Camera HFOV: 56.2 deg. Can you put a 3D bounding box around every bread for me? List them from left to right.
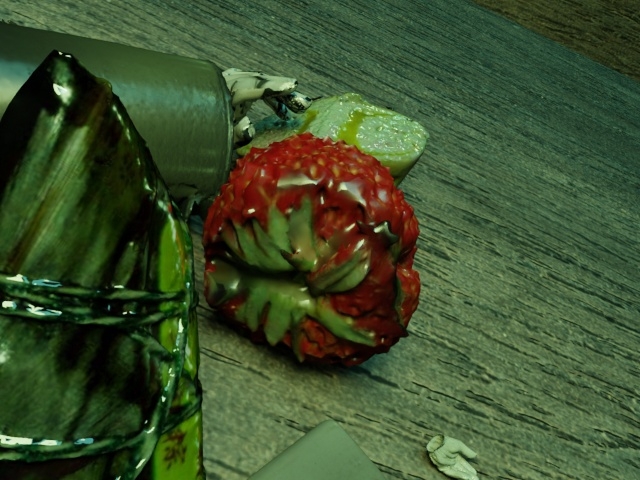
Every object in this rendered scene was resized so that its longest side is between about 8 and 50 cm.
[{"bbox_3d":[0.020,-0.105,0.849,0.156,0.260,0.158,59,40,-33],"label":"bread"}]

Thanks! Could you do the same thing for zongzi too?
[{"bbox_3d":[-0.190,0.070,0.479,0.319,0.383,0.362,16,6,-4],"label":"zongzi"}]

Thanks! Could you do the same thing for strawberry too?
[{"bbox_3d":[-0.004,-0.001,0.671,0.261,0.261,0.257,29,39,0],"label":"strawberry"}]

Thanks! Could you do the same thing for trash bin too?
[{"bbox_3d":[-0.273,-0.132,0.682,0.301,0.203,0.252,1,69,-30],"label":"trash bin"}]

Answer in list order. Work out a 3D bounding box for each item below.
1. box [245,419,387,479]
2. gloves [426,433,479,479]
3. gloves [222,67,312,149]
[{"bbox_3d":[-0.045,0.261,0.525,0.243,0.055,0.103,-24,62,-44],"label":"box"},{"bbox_3d":[0.147,0.239,0.669,0.044,0.037,0.081,-43,92,-12],"label":"gloves"},{"bbox_3d":[-0.107,-0.179,0.799,0.127,0.212,0.111,-35,95,-41],"label":"gloves"}]
